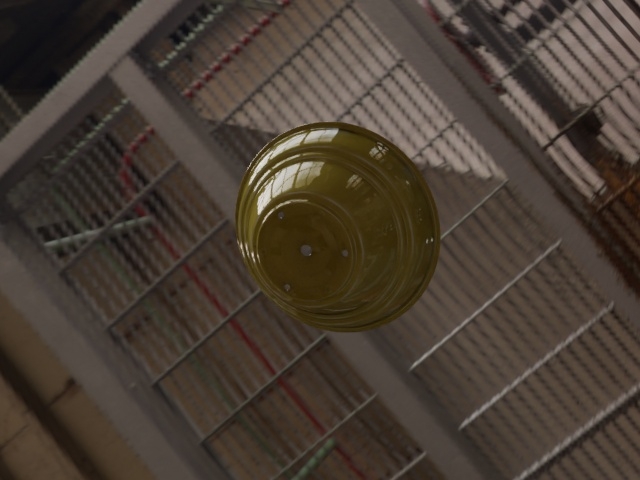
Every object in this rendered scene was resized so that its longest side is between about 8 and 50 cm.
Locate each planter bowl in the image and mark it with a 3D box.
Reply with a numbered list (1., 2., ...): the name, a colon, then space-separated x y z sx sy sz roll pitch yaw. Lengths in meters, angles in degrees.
1. planter bowl: 0.000 0.000 1.285 0.217 0.090 0.217 6 -73 19
